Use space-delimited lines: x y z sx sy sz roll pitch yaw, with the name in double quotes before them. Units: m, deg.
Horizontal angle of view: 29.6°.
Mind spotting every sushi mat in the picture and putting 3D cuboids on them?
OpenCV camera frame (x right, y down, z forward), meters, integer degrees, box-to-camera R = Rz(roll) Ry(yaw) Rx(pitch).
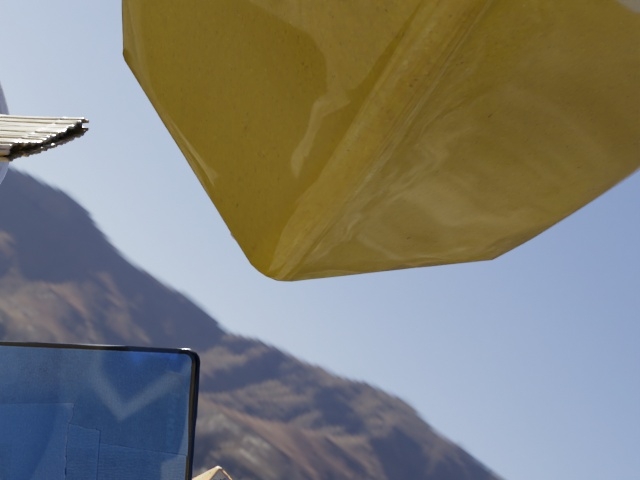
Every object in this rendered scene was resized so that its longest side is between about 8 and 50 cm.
"sushi mat" -0.387 -0.105 1.113 0.316 0.019 0.151 5 15 14

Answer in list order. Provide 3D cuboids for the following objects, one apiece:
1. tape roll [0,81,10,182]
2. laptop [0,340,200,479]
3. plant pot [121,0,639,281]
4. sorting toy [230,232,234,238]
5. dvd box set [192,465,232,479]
"tape roll" -0.490 -0.141 1.370 0.169 0.246 0.246 -15 -36 19
"laptop" -0.318 0.237 0.711 0.408 0.382 0.236 10 -11 -36
"plant pot" 0.038 -0.101 0.486 0.212 0.187 0.212 -5 50 -40
"sorting toy" 0.000 0.000 1.463 0.208 0.038 0.193 4 3 -9
"dvd box set" -0.299 0.476 1.512 0.307 0.420 0.062 -34 -81 36
